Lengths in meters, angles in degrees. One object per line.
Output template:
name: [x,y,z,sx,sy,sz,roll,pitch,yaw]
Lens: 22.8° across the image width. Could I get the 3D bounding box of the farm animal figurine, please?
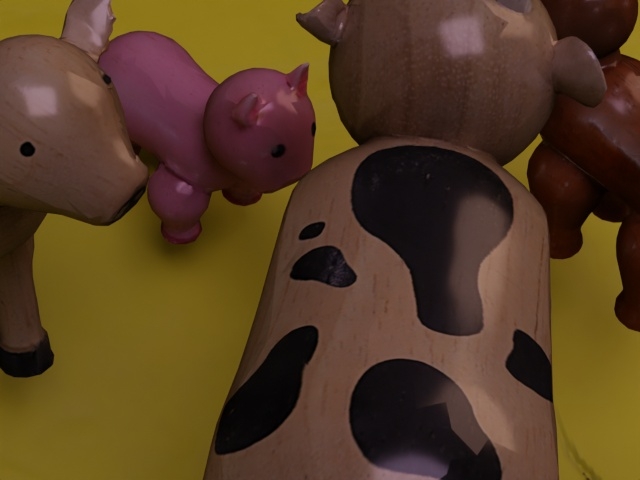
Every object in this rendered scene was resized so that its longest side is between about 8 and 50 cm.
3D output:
farm animal figurine: [0.000,0.000,0.451,0.330,0.172,0.326,-4,45,-8]
